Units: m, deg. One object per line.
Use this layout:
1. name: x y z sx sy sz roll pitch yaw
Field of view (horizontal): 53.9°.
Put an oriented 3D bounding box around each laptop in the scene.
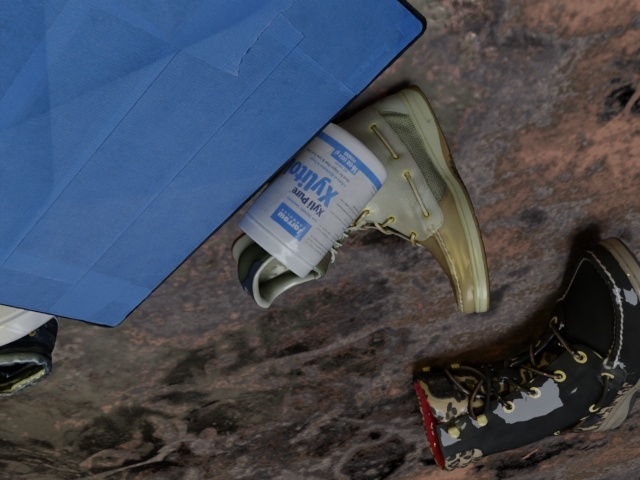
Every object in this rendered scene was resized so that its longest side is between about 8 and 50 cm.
1. laptop: -0.173 -0.011 0.288 0.236 0.408 0.382 43 117 -13

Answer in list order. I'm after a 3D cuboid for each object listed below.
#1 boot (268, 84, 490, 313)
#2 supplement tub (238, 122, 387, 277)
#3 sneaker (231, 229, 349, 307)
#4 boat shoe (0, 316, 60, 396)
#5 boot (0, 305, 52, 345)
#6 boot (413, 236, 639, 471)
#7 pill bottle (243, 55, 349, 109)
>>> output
1. boot: 0.045 -0.018 0.552 0.165 0.213 0.077 -19 163 2
2. supplement tub: -0.005 -0.032 0.491 0.107 0.071 0.071 -51 129 -2
3. sneaker: 0.000 0.000 0.626 0.192 0.086 0.064 -31 132 12
4. boat shoe: -0.355 0.118 0.627 0.183 0.083 0.065 -16 133 -2
5. boot: -0.253 -0.005 0.559 0.258 0.095 0.123 -30 120 7
6. boot: 0.274 0.175 0.839 0.284 0.138 0.377 -16 139 -2
7. pill bottle: -0.094 -0.148 0.442 0.216 0.121 0.121 -1 131 -15
